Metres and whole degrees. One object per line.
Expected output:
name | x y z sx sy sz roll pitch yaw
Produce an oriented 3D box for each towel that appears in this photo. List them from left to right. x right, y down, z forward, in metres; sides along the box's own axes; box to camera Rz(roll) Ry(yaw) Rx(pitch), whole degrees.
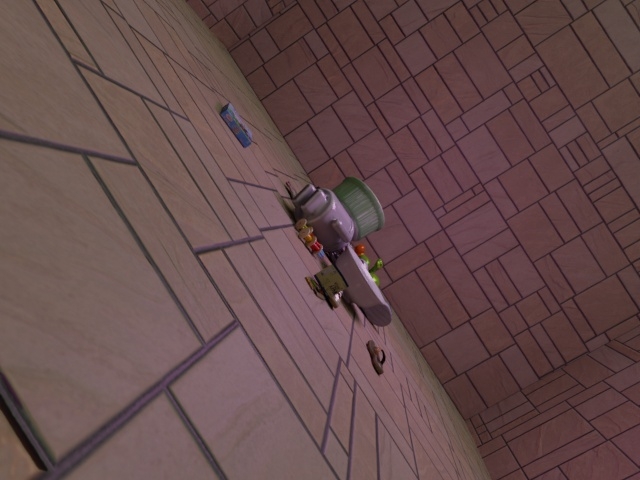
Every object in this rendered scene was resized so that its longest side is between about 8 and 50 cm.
towel | -0.112 -0.201 2.211 0.197 0.029 0.144 52 9 -53

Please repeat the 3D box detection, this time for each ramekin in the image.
ramekin | 0.152 -0.141 2.090 0.303 0.148 0.303 47 -20 23

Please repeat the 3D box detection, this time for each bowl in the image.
bowl | 0.142 0.176 1.848 0.297 0.134 0.298 57 7 -11

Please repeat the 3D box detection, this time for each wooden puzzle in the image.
wooden puzzle | -0.012 0.153 1.398 0.078 0.014 0.116 60 7 22

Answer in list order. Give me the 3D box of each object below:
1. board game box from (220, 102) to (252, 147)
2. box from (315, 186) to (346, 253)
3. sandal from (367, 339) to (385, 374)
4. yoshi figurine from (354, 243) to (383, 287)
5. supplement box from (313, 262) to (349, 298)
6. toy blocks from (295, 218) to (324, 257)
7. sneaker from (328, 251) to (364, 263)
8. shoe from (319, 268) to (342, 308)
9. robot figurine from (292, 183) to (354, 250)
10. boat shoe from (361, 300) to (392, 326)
board game box | -0.343 -0.478 1.784 0.160 0.039 0.211 53 7 -26
box | 0.033 -0.092 2.239 0.293 0.073 0.295 51 24 -24
sandal | 0.216 0.428 1.604 0.072 0.049 0.180 56 7 -15
yoshi figurine | 0.230 0.169 2.338 0.203 0.204 0.362 26 31 -45
supplement box | 0.035 0.135 1.452 0.056 0.083 0.083 61 -4 -38
toy blocks | -0.036 -0.003 1.746 0.148 0.054 0.123 52 9 -36
sneaker | 0.127 0.095 2.132 0.227 0.130 0.087 50 8 -34
shoe | 0.040 0.159 1.539 0.076 0.058 0.219 54 8 -28
robot figurine | 0.021 -0.087 1.896 0.300 0.200 0.353 41 -7 47
boat shoe | 0.237 0.279 2.090 0.335 0.121 0.119 52 13 -26
